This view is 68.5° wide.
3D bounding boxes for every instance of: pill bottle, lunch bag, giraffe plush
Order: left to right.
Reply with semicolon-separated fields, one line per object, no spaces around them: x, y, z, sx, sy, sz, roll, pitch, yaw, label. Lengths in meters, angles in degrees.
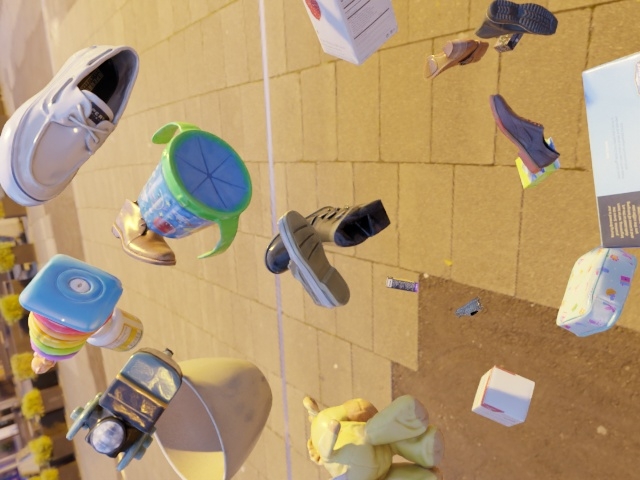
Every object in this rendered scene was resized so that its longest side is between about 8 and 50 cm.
-0.595;0.245;1.325;0.118;0.117;0.208;61;174;19;pill bottle
0.054;0.301;0.691;0.170;0.210;0.182;-179;88;-72;giraffe plush
0.852;0.154;1.460;0.107;0.279;0.224;28;159;10;lunch bag

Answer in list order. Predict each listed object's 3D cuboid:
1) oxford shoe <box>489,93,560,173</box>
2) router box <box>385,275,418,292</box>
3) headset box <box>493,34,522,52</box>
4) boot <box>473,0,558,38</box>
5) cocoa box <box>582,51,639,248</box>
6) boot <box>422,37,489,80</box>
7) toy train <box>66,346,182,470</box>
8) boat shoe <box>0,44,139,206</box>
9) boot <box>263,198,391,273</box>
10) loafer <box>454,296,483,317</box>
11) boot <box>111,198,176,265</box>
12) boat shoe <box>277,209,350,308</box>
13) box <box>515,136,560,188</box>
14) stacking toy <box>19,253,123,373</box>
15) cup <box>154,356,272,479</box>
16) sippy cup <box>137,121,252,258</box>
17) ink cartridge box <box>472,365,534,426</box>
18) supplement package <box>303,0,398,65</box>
0.598;-0.332;1.383;0.098;0.097;0.271;-33;98;38;oxford shoe
0.354;0.191;2.056;0.133;0.179;0.046;10;89;7;router box
0.595;-0.635;1.495;0.062;0.032;0.083;-56;21;6;headset box
0.546;-0.605;1.328;0.137;0.197;0.077;136;152;-85;boot
0.661;-0.168;0.866;0.227;0.231;0.348;-7;89;52;cocoa box
0.437;-0.584;1.528;0.197;0.152;0.073;156;102;-67;boot
-0.345;0.296;0.889;0.142;0.190;0.334;36;164;-6;toy train
-0.314;-0.161;0.616;0.088;0.268;0.096;-5;140;24;boat shoe
0.001;-0.002;1.644;0.146;0.367;0.445;52;165;-18;boot
0.541;0.255;1.714;0.050;0.056;0.148;59;155;19;loafer
-0.490;-0.025;1.307;0.305;0.112;0.115;32;105;38;boot
-0.039;0.064;1.296;0.103;0.113;0.303;-22;103;40;boat shoe
0.707;-0.250;1.536;0.178;0.042;0.109;94;166;-76;box
-0.571;0.198;1.028;0.302;0.165;0.175;-53;19;26;stacking toy
-0.267;0.441;1.240;0.330;0.236;0.332;15;114;37;cup
-0.326;-0.118;1.161;0.224;0.240;0.306;-28;46;37;sippy cup
0.572;0.495;1.483;0.128;0.128;0.176;21;157;14;ink cartridge box
0.069;-0.681;1.313;0.177;0.175;0.293;39;169;39;supplement package
